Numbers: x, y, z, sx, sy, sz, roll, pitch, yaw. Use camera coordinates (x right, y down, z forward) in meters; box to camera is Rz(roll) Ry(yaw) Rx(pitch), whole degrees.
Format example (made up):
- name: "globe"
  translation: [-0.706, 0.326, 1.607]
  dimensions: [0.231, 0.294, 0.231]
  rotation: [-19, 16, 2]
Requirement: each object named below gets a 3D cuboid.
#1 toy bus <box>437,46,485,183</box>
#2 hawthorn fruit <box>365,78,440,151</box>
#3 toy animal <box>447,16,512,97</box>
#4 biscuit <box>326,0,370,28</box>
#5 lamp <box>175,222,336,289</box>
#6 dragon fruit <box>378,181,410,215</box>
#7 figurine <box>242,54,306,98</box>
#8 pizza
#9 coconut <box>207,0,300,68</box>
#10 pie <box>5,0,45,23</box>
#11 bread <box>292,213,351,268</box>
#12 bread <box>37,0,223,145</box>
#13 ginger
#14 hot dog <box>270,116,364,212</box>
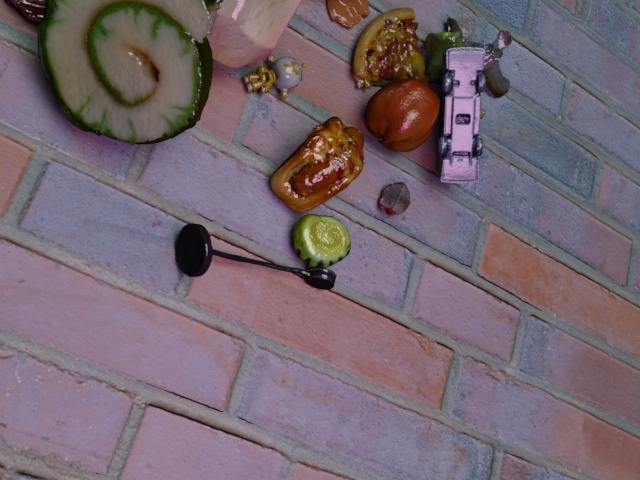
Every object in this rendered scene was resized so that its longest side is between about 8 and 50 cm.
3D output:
- name: "toy bus"
  translation: [0.348, -0.314, 1.895]
  dimensions: [0.109, 0.136, 0.330]
  rotation: [1, 105, 2]
- name: "hawthorn fruit"
  translation: [0.203, -0.308, 1.855]
  dimensions: [0.189, 0.189, 0.189]
  rotation: [7, 76, -29]
- name: "toy animal"
  translation: [0.423, -0.486, 2.053]
  dimensions: [0.272, 0.160, 0.197]
  rotation: [44, 63, -6]
- name: "biscuit"
  translation: [0.070, -0.597, 1.936]
  dimensions: [0.130, 0.019, 0.102]
  rotation: [-34, 96, -30]
- name: "lamp"
  translation: [-0.136, 0.074, 1.634]
  dimensions: [0.371, 0.130, 0.108]
  rotation: [26, 56, -34]
- name: "dragon fruit"
  translation: [0.185, -0.100, 1.872]
  dimensions: [0.060, 0.056, 0.083]
  rotation: [35, 69, -44]
- name: "figurine"
  translation: [-0.110, -0.386, 1.762]
  dimensions: [0.143, 0.068, 0.101]
  rotation: [5, 81, -16]
- name: "pizza"
  translation: [0.202, -0.470, 1.948]
  dimensions: [0.229, 0.081, 0.289]
  rotation: [46, 60, -14]
- name: "coconut"
  translation: [-0.184, -0.566, 1.622]
  dimensions: [0.352, 0.352, 0.353]
  rotation: [7, 76, -29]
- name: "pie"
  translation: [-0.551, -0.537, 1.548]
  dimensions: [0.204, 0.054, 0.219]
  rotation: [24, 70, -24]
- name: "bread"
  translation: [0.000, 0.000, 1.732]
  dimensions: [0.139, 0.071, 0.130]
  rotation: [-16, 84, -30]
- name: "bread"
  translation: [-0.347, -0.375, 1.460]
  dimensions: [0.366, 0.382, 0.129]
  rotation: [58, 16, -11]
- name: "ginger"
  translation: [0.345, -0.414, 1.998]
  dimensions: [0.137, 0.089, 0.290]
  rotation: [-22, 94, 9]
- name: "hot dog"
  translation: [0.010, -0.184, 1.730]
  dimensions: [0.150, 0.153, 0.257]
  rotation: [48, 60, -12]
